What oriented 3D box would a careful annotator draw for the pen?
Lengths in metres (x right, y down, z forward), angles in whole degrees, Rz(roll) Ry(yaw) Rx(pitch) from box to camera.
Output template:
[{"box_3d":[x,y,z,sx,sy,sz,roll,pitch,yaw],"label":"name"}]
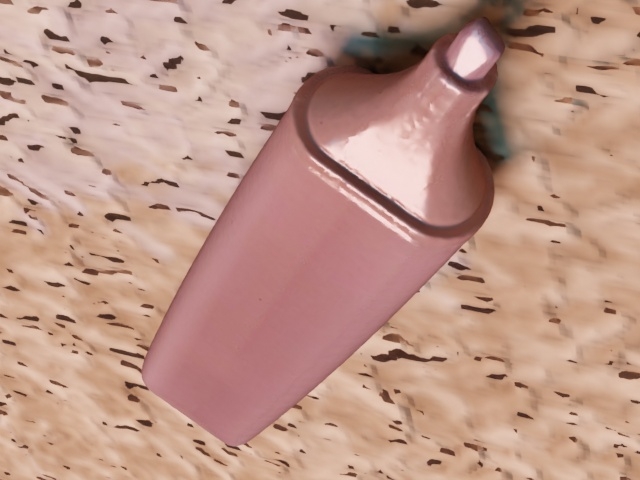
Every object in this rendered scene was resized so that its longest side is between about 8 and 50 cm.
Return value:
[{"box_3d":[0.000,0.000,0.443,0.053,0.032,0.197,37,145,-3],"label":"pen"}]
